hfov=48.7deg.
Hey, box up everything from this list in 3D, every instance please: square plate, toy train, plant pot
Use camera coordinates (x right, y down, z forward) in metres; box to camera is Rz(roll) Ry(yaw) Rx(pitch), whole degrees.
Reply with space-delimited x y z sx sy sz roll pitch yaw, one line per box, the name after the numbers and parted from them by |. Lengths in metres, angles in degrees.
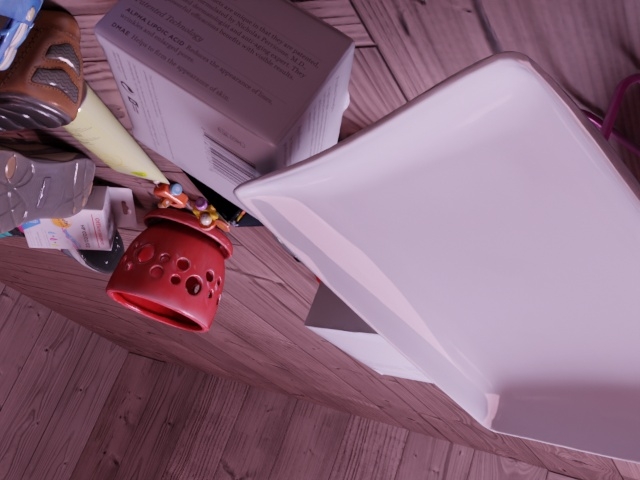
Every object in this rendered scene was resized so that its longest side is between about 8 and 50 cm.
0.130 0.040 0.492 0.344 0.049 0.347 44 157 -16 | square plate
-0.190 -0.052 1.105 0.166 0.046 0.125 2 153 42 | toy train
-0.254 0.051 1.246 0.191 0.174 0.191 19 159 7 | plant pot

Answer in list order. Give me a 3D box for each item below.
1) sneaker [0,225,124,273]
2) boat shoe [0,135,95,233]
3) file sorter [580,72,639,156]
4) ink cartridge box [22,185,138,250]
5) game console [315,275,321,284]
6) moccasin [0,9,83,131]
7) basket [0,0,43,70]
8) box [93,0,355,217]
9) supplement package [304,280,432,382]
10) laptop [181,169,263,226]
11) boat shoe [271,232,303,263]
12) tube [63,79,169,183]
-0.536 -0.032 1.381 0.178 0.124 0.295 -1 143 36 | sneaker
-0.479 -0.089 1.024 0.130 0.132 0.355 23 -172 14 | boat shoe
0.269 -0.014 0.526 0.182 0.202 0.290 28 159 -15 | file sorter
-0.418 -0.039 1.225 0.181 0.062 0.104 2 138 -4 | ink cartridge box
0.079 0.086 1.242 0.124 0.085 0.144 -3 -178 -45 | game console
-0.431 -0.208 0.843 0.380 0.147 0.139 0 166 37 | moccasin
-0.335 -0.230 0.524 0.254 0.201 0.289 26 -169 -15 | basket
-0.080 -0.132 0.637 0.182 0.119 0.181 33 161 8 | box
0.127 0.108 1.050 0.194 0.149 0.203 -1 151 46 | supplement package
-0.065 -0.111 0.881 0.264 0.136 0.234 49 156 -2 | laptop
0.000 0.000 0.916 0.079 0.084 0.233 -7 162 15 | boat shoe
-0.293 -0.137 0.981 0.070 0.062 0.240 58 178 22 | tube
